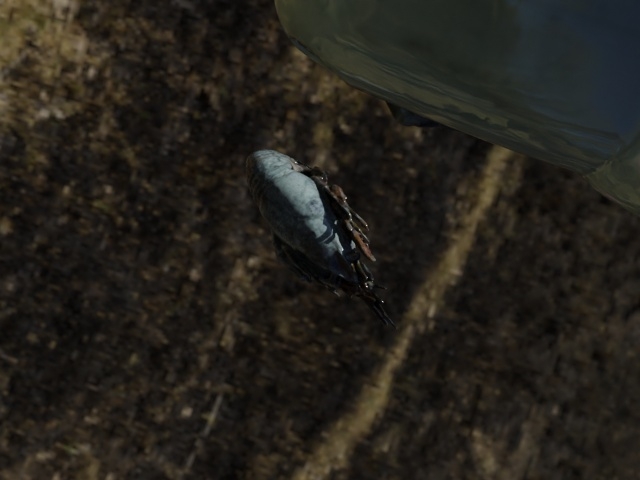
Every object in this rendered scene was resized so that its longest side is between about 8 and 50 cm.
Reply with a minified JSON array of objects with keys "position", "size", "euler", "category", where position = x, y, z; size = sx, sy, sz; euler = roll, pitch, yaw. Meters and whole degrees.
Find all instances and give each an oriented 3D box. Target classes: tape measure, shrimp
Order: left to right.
[{"position":[0.000,0.000,1.154],"size":[0.090,0.233,0.079],"euler":[-48,149,18],"category":"shrimp"},{"position":[0.109,-0.093,0.460],"size":[0.243,0.246,0.125],"euler":[-47,155,-65],"category":"tape measure"}]
